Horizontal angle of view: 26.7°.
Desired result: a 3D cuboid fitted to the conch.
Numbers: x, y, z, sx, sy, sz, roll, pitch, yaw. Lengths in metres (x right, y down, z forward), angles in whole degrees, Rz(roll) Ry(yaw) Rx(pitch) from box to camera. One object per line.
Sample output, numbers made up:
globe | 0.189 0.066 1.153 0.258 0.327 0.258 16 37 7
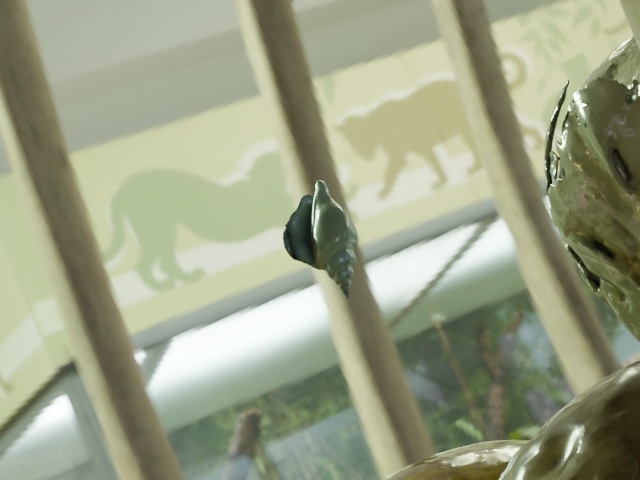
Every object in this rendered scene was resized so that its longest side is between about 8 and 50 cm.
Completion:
conch | 0.005 0.002 1.700 0.088 0.180 0.065 -27 -36 12

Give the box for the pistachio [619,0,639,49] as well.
pistachio | 0.166 -0.062 0.380 0.126 0.223 0.152 -39 -4 -45

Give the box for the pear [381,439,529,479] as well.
pear | 0.097 0.238 0.679 0.281 0.281 0.281 -25 -13 -6

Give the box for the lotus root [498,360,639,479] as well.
lotus root | 0.085 0.103 0.318 0.138 0.214 0.138 13 -28 7

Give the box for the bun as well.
bun | 0.232 -0.017 0.749 0.239 0.239 0.141 -40 3 45
